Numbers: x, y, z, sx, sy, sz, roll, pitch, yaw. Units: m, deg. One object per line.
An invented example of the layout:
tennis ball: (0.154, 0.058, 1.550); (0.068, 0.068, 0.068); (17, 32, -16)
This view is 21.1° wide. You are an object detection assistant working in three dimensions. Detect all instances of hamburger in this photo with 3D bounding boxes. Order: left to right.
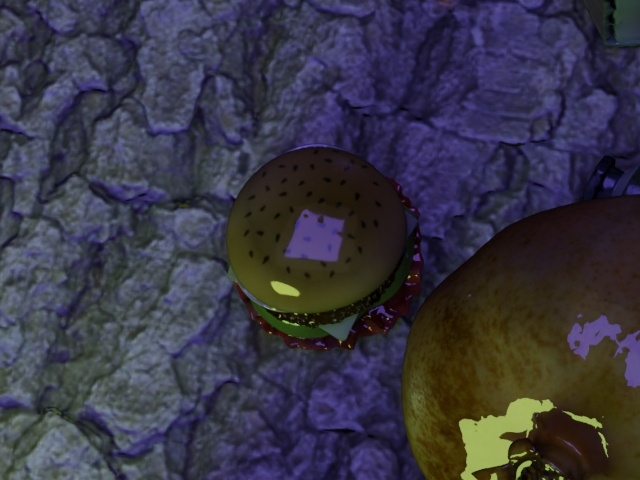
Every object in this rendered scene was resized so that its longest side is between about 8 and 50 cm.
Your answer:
hamburger: (-0.002, -0.002, 1.396); (0.175, 0.137, 0.175); (-2, 72, 8)

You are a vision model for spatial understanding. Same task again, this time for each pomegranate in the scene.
pomegranate: (0.205, 0.112, 1.248); (0.319, 0.319, 0.319); (-2, 75, 6)

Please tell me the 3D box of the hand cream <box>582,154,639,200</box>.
hand cream: (0.341, 0.009, 1.388); (0.271, 0.058, 0.091); (29, 116, 13)

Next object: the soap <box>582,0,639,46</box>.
soap: (0.408, -0.338, 1.424); (0.446, 0.156, 0.261); (-24, 74, 0)
